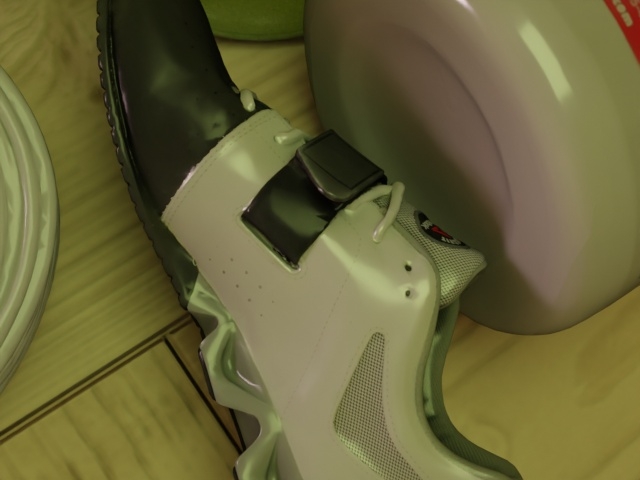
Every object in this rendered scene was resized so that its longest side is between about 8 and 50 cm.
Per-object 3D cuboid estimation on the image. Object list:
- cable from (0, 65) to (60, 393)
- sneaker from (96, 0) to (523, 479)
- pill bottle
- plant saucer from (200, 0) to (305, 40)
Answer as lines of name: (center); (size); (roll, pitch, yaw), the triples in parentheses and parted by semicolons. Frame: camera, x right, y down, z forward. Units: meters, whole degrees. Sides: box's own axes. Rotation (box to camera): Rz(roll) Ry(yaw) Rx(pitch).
cable: (-0.249, -0.009, 0.650); (0.257, 0.089, 0.257); (45, 72, -3)
sneaker: (0.000, 0.000, 0.691); (0.146, 0.122, 0.330); (-22, 89, 12)
pill bottle: (0.213, -0.138, 0.756); (0.407, 0.229, 0.229); (-29, 85, -22)
plant saucer: (-0.027, -0.228, 0.754); (0.241, 0.037, 0.241); (-10, 119, -19)
